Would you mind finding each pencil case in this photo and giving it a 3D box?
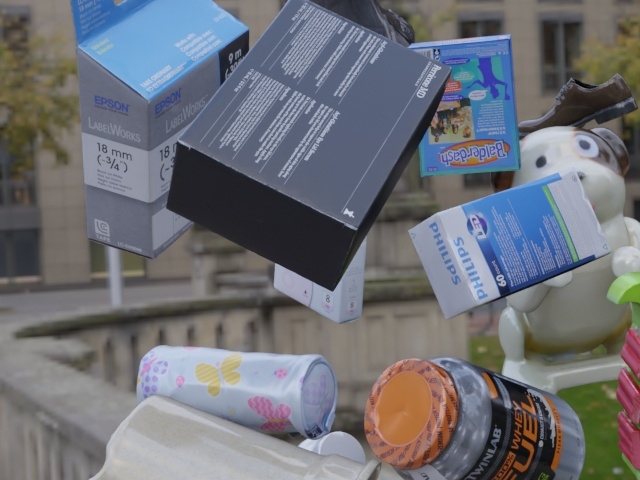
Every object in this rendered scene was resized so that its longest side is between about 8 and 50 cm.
[{"bbox_3d":[-0.113,0.205,1.757,0.273,0.114,0.124,2,-31,23],"label":"pencil case"}]

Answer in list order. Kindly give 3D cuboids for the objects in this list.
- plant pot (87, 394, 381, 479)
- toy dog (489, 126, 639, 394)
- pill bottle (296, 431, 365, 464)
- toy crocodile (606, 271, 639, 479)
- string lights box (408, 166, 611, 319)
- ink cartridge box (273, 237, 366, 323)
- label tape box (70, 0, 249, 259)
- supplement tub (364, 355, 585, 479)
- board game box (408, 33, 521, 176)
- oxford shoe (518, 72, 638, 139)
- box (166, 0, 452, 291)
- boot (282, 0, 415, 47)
[{"bbox_3d":[-0.133,0.360,1.643,0.305,0.334,0.334,26,8,10],"label":"plant pot"},{"bbox_3d":[0.425,0.009,2.168,0.284,0.408,0.395,-5,25,9],"label":"toy dog"},{"bbox_3d":[-0.009,0.360,1.993,0.108,0.108,0.180,-4,-24,-31],"label":"pill bottle"},{"bbox_3d":[0.417,0.197,1.626,0.105,0.341,0.115,-9,26,-8],"label":"toy crocodile"},{"bbox_3d":[0.259,0.001,1.754,0.259,0.133,0.076,-18,-8,-33],"label":"string lights box"},{"bbox_3d":[0.000,0.000,2.171,0.066,0.232,0.189,-15,26,-34],"label":"ink cartridge box"},{"bbox_3d":[-0.189,-0.180,1.605,0.105,0.334,0.240,17,36,21],"label":"label tape box"},{"bbox_3d":[0.223,0.281,1.884,0.316,0.194,0.193,22,-15,-40],"label":"supplement tub"},{"bbox_3d":[0.228,-0.211,2.042,0.160,0.210,0.047,-3,17,12],"label":"board game box"},{"bbox_3d":[0.452,-0.243,2.347,0.227,0.096,0.083,-20,7,26],"label":"oxford shoe"},{"bbox_3d":[-0.007,-0.102,1.266,0.184,0.103,0.261,25,48,8],"label":"box"},{"bbox_3d":[0.052,-0.310,2.125,0.338,0.223,0.118,26,-39,-37],"label":"boot"}]
